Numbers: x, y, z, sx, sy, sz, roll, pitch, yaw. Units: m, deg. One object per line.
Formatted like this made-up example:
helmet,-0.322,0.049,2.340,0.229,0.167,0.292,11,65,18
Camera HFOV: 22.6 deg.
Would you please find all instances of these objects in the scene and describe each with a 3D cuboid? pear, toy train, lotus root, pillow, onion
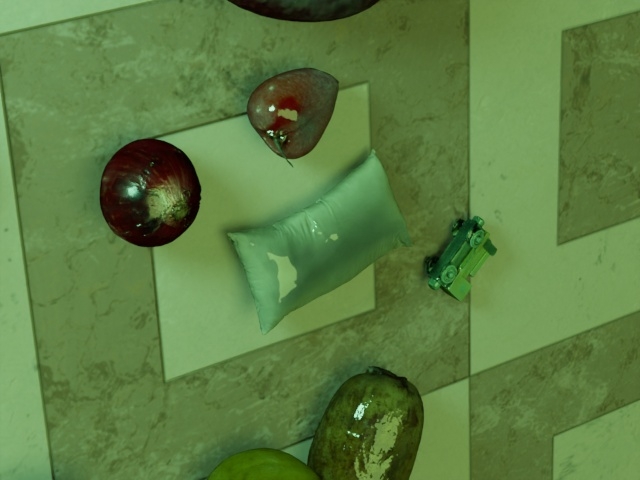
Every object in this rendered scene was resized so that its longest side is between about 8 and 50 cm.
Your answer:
pear,-0.079,0.352,2.129,0.162,0.149,0.149,1,109,-25
toy train,0.199,0.026,2.255,0.122,0.050,0.081,-53,134,-6
lotus root,0.056,0.301,2.218,0.145,0.128,0.260,17,94,-25
pillow,-0.001,-0.001,2.081,0.254,0.078,0.144,-30,115,-23
onion,-0.202,-0.054,1.888,0.131,0.131,0.131,-15,117,-31

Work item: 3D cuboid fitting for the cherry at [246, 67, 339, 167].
cherry,-0.035,-0.157,1.983,0.126,0.087,0.106,-35,121,-42

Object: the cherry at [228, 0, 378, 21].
cherry,-0.019,-0.362,1.836,0.300,0.203,0.230,-17,125,-13
